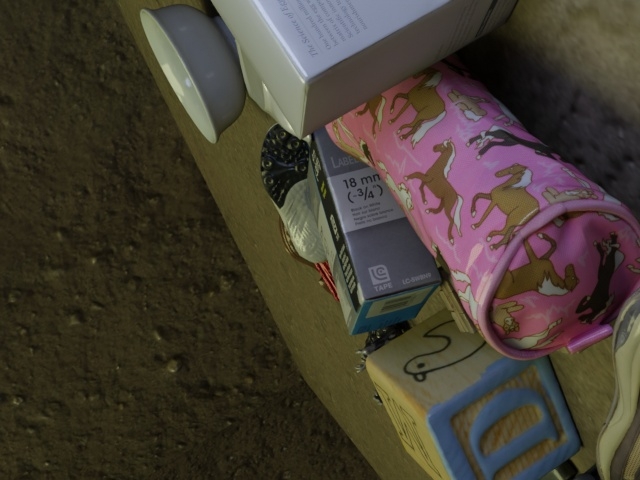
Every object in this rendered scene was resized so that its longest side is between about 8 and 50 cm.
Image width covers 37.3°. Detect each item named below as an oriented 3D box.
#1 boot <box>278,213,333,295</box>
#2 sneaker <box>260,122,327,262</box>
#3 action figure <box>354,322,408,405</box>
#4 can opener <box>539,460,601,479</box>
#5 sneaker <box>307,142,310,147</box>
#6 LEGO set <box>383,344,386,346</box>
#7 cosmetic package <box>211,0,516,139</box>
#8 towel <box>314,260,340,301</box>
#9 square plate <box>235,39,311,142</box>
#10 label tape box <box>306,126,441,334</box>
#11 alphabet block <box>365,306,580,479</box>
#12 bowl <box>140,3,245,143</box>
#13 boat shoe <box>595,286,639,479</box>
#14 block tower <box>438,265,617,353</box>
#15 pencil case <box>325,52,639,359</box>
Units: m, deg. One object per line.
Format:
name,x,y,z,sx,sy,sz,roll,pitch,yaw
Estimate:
boot,0.000,0.000,1.742,0.197,0.073,0.152,59,-158,-11
sneaker,-0.030,-0.076,1.419,0.086,0.085,0.237,-82,-22,-56
action figure,0.136,0.232,1.783,0.164,0.141,0.275,53,173,-36
can opener,0.338,0.335,1.301,0.095,0.076,0.283,54,167,21
sneaker,-0.014,-0.211,1.492,0.212,0.080,0.094,93,157,-59
LEGO set,0.220,0.239,1.519,0.287,0.132,0.107,39,-169,-12
cosmetic package,0.020,-0.246,0.796,0.224,0.224,0.138,58,169,10
towel,0.021,-0.008,1.651,0.199,0.031,0.275,59,-163,-3
square plate,-0.088,-0.315,1.235,0.344,0.049,0.347,-124,22,-72
label tape box,0.046,-0.064,1.236,0.241,0.105,0.334,98,156,-74
alphabet block,0.207,0.224,1.305,0.197,0.192,0.193,35,151,63
bowl,-0.228,-0.353,1.880,0.298,0.134,0.298,56,169,17
boat shoe,0.320,0.169,0.796,0.130,0.132,0.355,50,166,43
block tower,0.222,0.051,1.025,0.091,0.097,0.335,60,168,-4
pencil case,0.130,-0.059,0.866,0.167,0.160,0.386,14,-154,-30
